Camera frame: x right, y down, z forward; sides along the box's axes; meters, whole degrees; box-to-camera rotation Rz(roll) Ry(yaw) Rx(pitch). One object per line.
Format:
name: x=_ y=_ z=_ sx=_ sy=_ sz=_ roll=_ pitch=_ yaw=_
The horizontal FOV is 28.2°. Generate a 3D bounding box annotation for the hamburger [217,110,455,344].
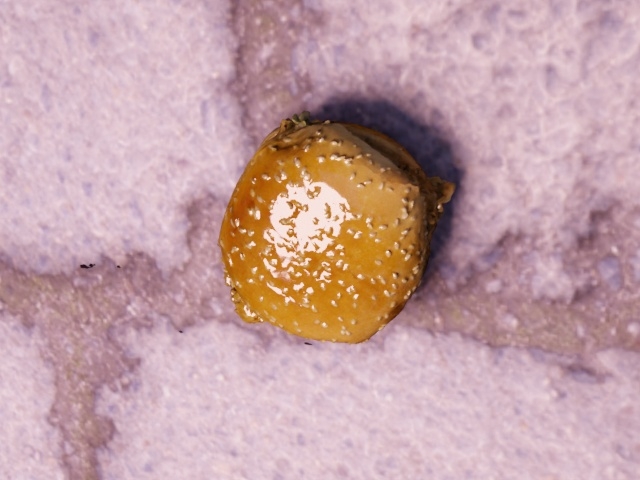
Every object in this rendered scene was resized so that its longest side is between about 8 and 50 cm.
hamburger: x=0.000 y=0.000 z=1.113 sx=0.189 sy=0.122 sz=0.215 roll=33 pitch=116 yaw=6
